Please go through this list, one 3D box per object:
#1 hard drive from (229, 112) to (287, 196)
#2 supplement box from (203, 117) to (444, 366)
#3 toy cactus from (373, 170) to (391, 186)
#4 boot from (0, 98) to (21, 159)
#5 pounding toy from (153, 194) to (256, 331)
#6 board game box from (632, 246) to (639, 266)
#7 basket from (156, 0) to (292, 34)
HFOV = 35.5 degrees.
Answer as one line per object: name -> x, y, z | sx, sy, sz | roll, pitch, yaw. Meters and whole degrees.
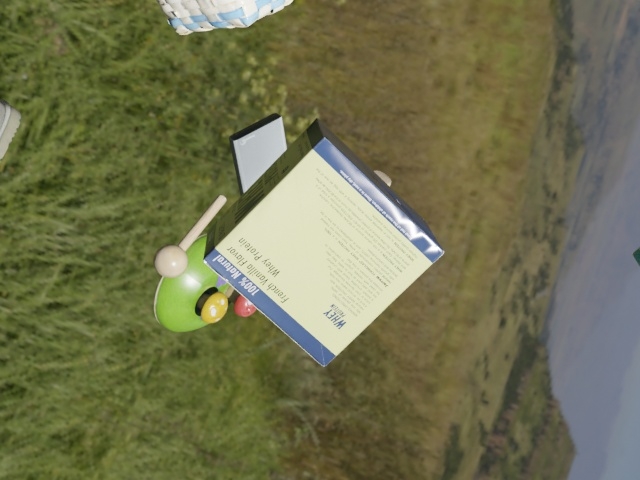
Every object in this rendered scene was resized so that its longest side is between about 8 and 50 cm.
hard drive -> -0.096, -0.130, 1.617 | 0.094, 0.022, 0.135 | -31, 135, -24
supplement box -> 0.000, 0.000, 0.500 | 0.083, 0.083, 0.056 | -45, -166, 9
toy cactus -> 0.045, -0.033, 1.540 | 0.180, 0.112, 0.219 | -60, -176, 30
boot -> -0.402, -0.106, 0.926 | 0.208, 0.076, 0.189 | 36, 65, -46
pounding toy -> -0.172, 0.073, 1.627 | 0.183, 0.110, 0.236 | -43, 151, -30
board game box -> 0.521, 0.089, 1.065 | 0.079, 0.253, 0.336 | -36, -173, -17
basket -> -0.177, -0.466, 1.496 | 0.201, 0.255, 0.288 | -45, 127, -32
